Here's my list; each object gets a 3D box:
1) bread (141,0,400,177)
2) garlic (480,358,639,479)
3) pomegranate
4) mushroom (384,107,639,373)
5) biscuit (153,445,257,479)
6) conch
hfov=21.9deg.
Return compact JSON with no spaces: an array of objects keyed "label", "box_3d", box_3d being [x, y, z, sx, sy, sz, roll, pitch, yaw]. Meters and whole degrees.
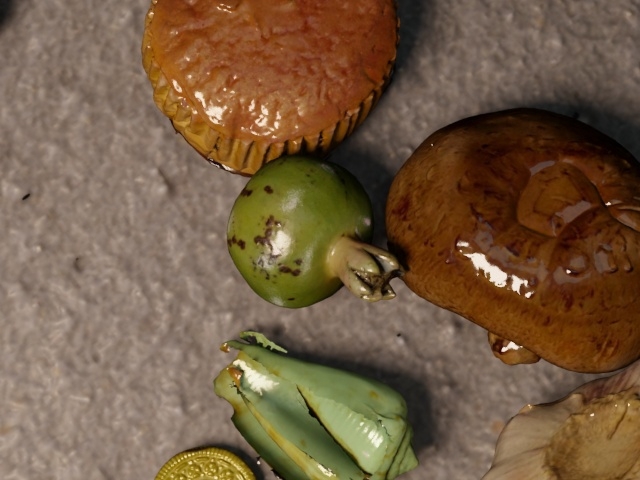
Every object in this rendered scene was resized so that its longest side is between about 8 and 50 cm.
[{"label":"bread","box_3d":[-0.036,-0.152,1.244,0.199,0.104,0.199,1,77,-6]},{"label":"garlic","box_3d":[0.234,0.231,1.142,0.245,0.245,0.253,-32,117,-12]},{"label":"pomegranate","box_3d":[0.000,0.000,1.195,0.142,0.114,0.114,29,73,35]},{"label":"mushroom","box_3d":[0.164,-0.011,1.208,0.231,0.138,0.194,20,75,0]},{"label":"biscuit","box_3d":[-0.083,0.191,1.196,0.084,0.023,0.084,1,76,-4]},{"label":"conch","box_3d":[-0.010,0.135,1.195,0.170,0.079,0.106,25,69,17]}]
